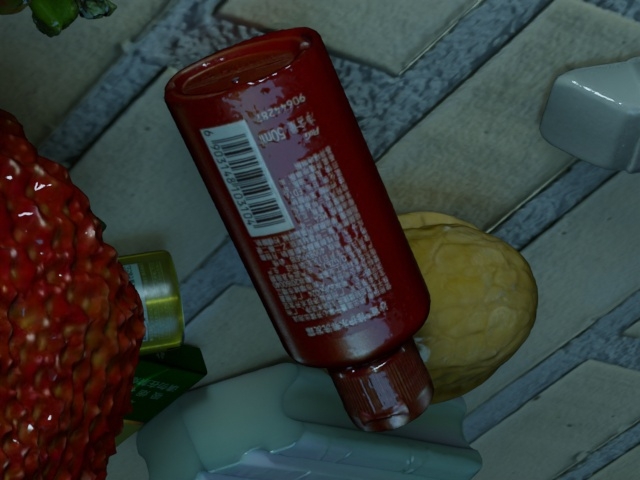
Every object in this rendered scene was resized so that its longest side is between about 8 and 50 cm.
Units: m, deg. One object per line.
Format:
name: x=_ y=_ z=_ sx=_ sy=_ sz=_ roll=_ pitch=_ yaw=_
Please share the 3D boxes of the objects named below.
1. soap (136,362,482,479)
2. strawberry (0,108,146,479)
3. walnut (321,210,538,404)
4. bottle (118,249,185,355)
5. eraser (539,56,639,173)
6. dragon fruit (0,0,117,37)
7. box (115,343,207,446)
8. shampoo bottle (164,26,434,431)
soap: x=-0.009 y=0.200 z=1.750 sx=0.289 sy=0.095 sz=0.173 roll=14 pitch=138 yaw=-39
strawberry: x=-0.252 y=0.086 z=1.206 sx=0.267 sy=0.351 sz=0.312 roll=-10 pitch=136 yaw=4
walnut: x=0.082 y=0.055 z=1.511 sx=0.206 sy=0.159 sz=0.159 roll=-4 pitch=147 yaw=-31
bottle: x=-0.253 y=0.068 z=1.444 sx=0.286 sy=0.082 sz=0.082 roll=-9 pitch=148 yaw=-12
eraser: x=0.350 y=-0.113 z=1.454 sx=0.351 sy=0.061 sz=0.089 roll=-9 pitch=147 yaw=-12
dragon fruit: x=-0.186 y=-0.186 z=1.007 sx=0.137 sy=0.135 sz=0.236 roll=-2 pitch=149 yaw=48
box: x=-0.223 y=0.156 z=1.635 sx=0.132 sy=0.034 sz=0.235 roll=18 pitch=134 yaw=-44
shampoo bottle: x=0.000 y=-0.001 z=1.331 sx=0.118 sy=0.076 sz=0.314 roll=-22 pitch=120 yaw=5
